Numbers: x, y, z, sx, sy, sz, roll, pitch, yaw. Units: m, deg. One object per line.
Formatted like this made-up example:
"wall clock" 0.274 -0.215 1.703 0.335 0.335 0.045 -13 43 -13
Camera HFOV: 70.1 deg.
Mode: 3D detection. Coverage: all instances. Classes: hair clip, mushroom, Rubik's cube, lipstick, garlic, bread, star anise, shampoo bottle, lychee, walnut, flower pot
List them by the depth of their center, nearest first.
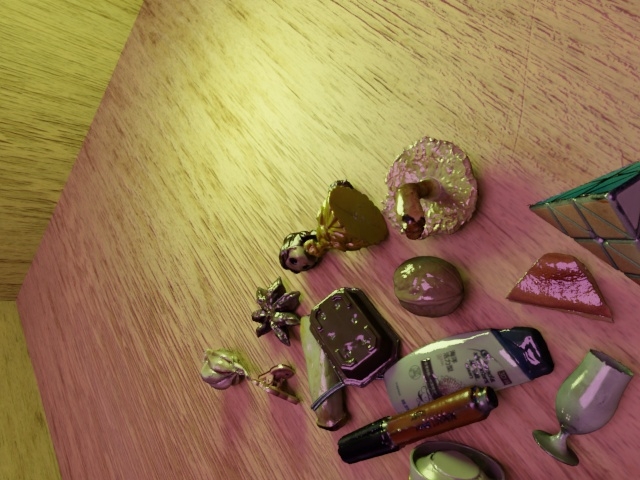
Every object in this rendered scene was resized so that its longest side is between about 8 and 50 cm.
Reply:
"Rubik's cube" 0.530 -0.050 0.793 0.228 0.234 0.228 94 -174 -47
"bread" 0.465 0.084 0.882 0.193 0.067 0.119 12 100 41
"mushroom" 0.232 -0.120 0.973 0.208 0.302 0.232 -19 85 3
"shampoo bottle" 0.303 0.274 0.991 0.360 0.078 0.134 -32 67 34
"lipstick" 0.198 0.408 1.001 0.418 0.077 0.077 -38 63 34
"walnut" 0.241 0.104 1.026 0.162 0.140 0.140 -5 82 29
"flower pot" 0.068 0.228 1.144 0.179 0.084 0.250 -39 56 3
"hair clip" 0.073 0.367 1.151 0.230 0.039 0.070 -27 68 11
"mushroom" 0.004 0.351 1.234 0.100 0.081 0.311 -20 71 31
"lychee" 0.056 -0.133 1.249 0.067 0.068 0.083 -90 23 -45
"hair clip" -0.141 0.433 1.332 0.138 0.123 0.102 -30 38 28
"star anise" -0.135 0.204 1.367 0.212 0.073 0.196 4 82 43
"garlic" -0.290 0.420 1.454 0.194 0.131 0.127 8 73 33

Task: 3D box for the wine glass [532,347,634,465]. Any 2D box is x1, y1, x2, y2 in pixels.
"wine glass" 0.479 0.301 0.833 0.093 0.093 0.202 32 107 37

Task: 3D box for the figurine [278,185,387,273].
"figurine" 0.001 0.004 1.230 0.315 0.188 0.167 -35 68 41

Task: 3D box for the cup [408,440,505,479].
"cup" 0.260 0.548 0.959 0.241 0.186 0.225 -159 73 -74
